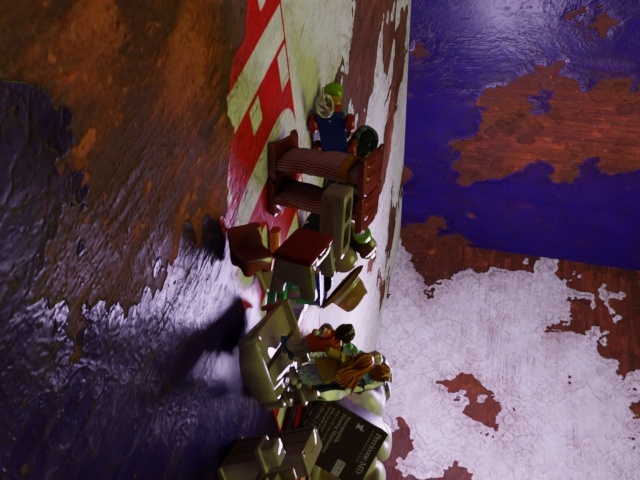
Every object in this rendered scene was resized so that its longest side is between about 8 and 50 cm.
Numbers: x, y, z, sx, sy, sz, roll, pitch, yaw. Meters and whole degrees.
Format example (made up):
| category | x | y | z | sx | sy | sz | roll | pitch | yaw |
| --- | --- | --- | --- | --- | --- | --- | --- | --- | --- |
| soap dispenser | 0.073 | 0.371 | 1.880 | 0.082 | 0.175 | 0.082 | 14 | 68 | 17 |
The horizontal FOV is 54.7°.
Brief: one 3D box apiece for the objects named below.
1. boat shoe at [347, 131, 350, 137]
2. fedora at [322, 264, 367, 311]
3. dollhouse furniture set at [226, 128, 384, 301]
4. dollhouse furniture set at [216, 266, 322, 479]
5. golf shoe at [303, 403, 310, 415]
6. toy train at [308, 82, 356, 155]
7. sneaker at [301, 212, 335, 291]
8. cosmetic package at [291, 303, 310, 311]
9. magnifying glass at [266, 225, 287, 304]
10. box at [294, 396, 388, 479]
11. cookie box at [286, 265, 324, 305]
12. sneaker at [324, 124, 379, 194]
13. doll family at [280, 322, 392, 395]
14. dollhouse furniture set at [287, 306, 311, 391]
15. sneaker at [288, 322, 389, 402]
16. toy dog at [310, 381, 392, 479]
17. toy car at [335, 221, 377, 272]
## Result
| category | x | y | z | sx | sy | sz | roll | pitch | yaw |
| --- | --- | --- | --- | --- | --- | --- | --- | --- | --- |
| boat shoe | 0.052 | -0.267 | 1.688 | 0.049 | 0.040 | 0.142 | 85 | 18 | -48 |
| fedora | 0.089 | 0.160 | 1.882 | 0.194 | 0.079 | 0.194 | -49 | -179 | 1 |
| dollhouse furniture set | -0.034 | -0.065 | 1.090 | 0.374 | 0.201 | 0.152 | -48 | 146 | -58 |
| dollhouse furniture set | -0.143 | 0.264 | 1.123 | 0.303 | 0.173 | 0.356 | -45 | 118 | -72 |
| golf shoe | -0.002 | 0.512 | 1.839 | 0.120 | 0.105 | 0.273 | -61 | 158 | -77 |
| toy train | 0.028 | -0.312 | 1.434 | 0.248 | 0.105 | 0.143 | 79 | 12 | -57 |
| sneaker | 0.000 | 0.000 | 1.548 | 0.121 | 0.099 | 0.263 | -78 | 178 | -52 |
| cosmetic package | -0.045 | 0.110 | 1.495 | 0.060 | 0.041 | 0.115 | -36 | 134 | -73 |
| magnifying glass | -0.092 | 0.075 | 1.297 | 0.092 | 0.026 | 0.231 | -64 | 158 | -55 |
| box | 0.048 | 0.517 | 1.661 | 0.169 | 0.203 | 0.167 | -60 | 179 | -3 |
| cookie box | -0.040 | 0.092 | 1.390 | 0.040 | 0.091 | 0.107 | -72 | 164 | -51 |
| sneaker | 0.081 | -0.196 | 1.735 | 0.267 | 0.101 | 0.106 | -60 | -168 | -22 |
| doll family | 0.046 | 0.247 | 1.162 | 0.263 | 0.163 | 0.118 | 50 | 29 | -55 |
| dollhouse furniture set | -0.053 | 0.274 | 1.428 | 0.161 | 0.101 | 0.182 | -66 | 160 | -52 |
| sneaker | 0.055 | 0.301 | 1.603 | 0.410 | 0.158 | 0.182 | 1 | 84 | -58 |
| toy dog | 0.122 | 0.640 | 2.085 | 0.395 | 0.284 | 0.408 | -17 | 112 | -77 |
| toy car | 0.061 | 0.037 | 1.837 | 0.188 | 0.149 | 0.155 | -49 | 156 | -11 |
